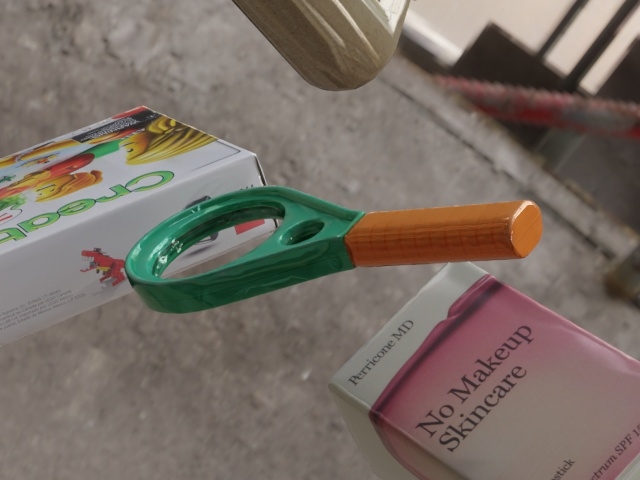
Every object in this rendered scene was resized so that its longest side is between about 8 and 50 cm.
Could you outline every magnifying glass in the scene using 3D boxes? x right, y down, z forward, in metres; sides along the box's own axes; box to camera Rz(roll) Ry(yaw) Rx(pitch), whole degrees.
[{"bbox_3d":[0.000,0.000,0.820,0.092,0.231,0.026,-46,123,-42],"label":"magnifying glass"}]

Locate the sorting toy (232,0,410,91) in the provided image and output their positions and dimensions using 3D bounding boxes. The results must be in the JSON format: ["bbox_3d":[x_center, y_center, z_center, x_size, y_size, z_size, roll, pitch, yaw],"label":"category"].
[{"bbox_3d":[-0.039,-0.225,0.579,0.307,0.041,0.229,45,56,-42],"label":"sorting toy"}]

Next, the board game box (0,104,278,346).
[{"bbox_3d":[-0.199,0.010,0.974,0.305,0.193,0.053,-23,111,-19],"label":"board game box"}]

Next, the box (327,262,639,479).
[{"bbox_3d":[0.144,0.140,1.241,0.148,0.127,0.232,-45,49,-16],"label":"box"}]
